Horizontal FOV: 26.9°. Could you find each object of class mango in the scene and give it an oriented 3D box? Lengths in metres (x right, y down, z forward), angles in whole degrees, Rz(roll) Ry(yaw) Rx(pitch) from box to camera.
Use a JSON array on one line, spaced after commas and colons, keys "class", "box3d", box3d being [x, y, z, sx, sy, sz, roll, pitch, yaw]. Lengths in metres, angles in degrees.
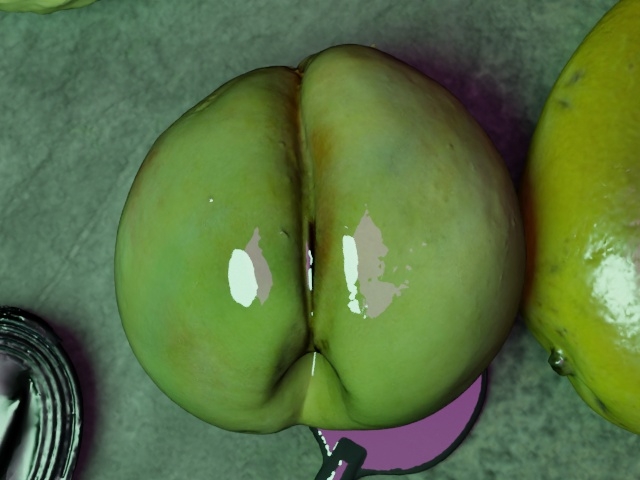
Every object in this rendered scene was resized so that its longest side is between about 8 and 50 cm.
[{"class": "mango", "box3d": [0.276, -0.033, 0.996, 0.253, 0.182, 0.365, 12, 87, -2]}]

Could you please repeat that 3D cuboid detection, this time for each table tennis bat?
[{"class": "table tennis bat", "box3d": [0.037, 0.143, 1.051, 0.150, 0.027, 0.236, 30, 84, 0]}]

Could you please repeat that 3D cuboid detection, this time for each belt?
[{"class": "belt", "box3d": [-0.258, 0.147, 0.993, 0.151, 0.078, 0.198, 15, 89, -18]}]

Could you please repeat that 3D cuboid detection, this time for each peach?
[{"class": "peach", "box3d": [-0.001, 0.000, 0.949, 0.292, 0.292, 0.247, -26, 132, -5]}]

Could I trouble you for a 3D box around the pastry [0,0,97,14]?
[{"class": "pastry", "box3d": [-0.216, -0.356, 0.924, 0.388, 0.312, 0.388, 0, 90, -7]}]
